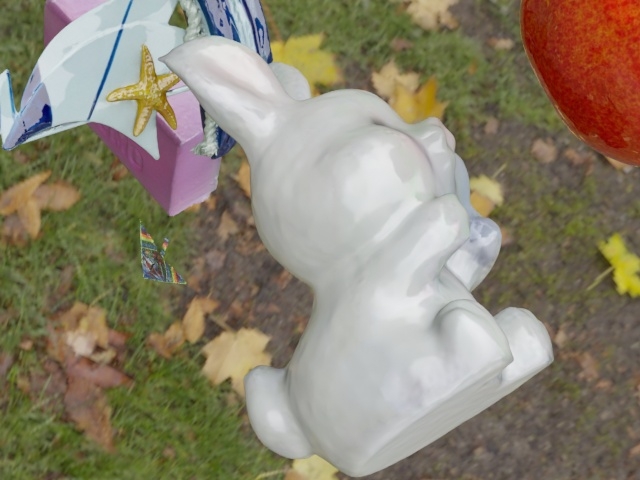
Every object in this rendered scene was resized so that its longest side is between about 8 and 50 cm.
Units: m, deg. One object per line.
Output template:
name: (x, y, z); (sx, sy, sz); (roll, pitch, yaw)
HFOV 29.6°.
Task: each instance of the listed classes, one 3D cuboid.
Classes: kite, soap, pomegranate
kite: (-0.240, 0.030, 1.786); (0.122, 0.004, 0.090); (53, 39, -25)
soap: (-0.226, -0.171, 1.464); (0.081, 0.181, 0.259); (-36, 76, -25)
pomegranate: (0.250, -0.164, 0.844); (0.221, 0.221, 0.256); (35, 35, -2)

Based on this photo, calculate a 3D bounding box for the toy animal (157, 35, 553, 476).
toy animal: (0.010, -0.001, 0.974); (0.241, 0.196, 0.367); (-25, 77, 17)

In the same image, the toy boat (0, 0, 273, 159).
toy boat: (-0.187, -0.157, 1.142); (0.291, 0.220, 0.067); (-19, 29, -23)
